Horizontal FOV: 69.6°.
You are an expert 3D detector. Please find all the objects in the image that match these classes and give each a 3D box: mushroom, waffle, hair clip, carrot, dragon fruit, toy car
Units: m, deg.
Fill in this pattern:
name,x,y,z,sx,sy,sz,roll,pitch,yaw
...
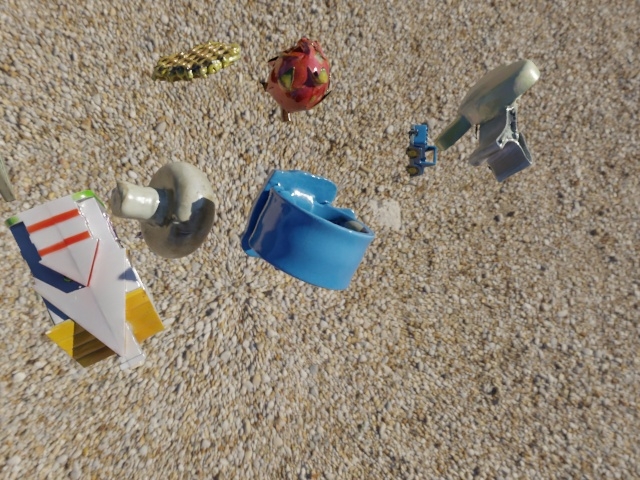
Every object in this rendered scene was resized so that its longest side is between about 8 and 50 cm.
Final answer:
name,x,y,z,sx,sy,sz,roll,pitch,yaw
mushroom,-0.384,-0.077,1.118,0.243,0.243,0.244,1,84,-10
waffle,-0.416,-0.601,1.544,0.281,0.058,0.301,16,45,29
hair clip,0.242,-0.176,0.663,0.071,0.159,0.219,40,47,-25
carrot,-0.130,-0.517,1.743,0.048,0.048,0.139,-4,98,-11
dragon fruit,-0.066,-0.540,1.523,0.227,0.224,0.224,-37,92,20
toy car,0.336,-0.295,1.531,0.100,0.191,0.097,4,57,12

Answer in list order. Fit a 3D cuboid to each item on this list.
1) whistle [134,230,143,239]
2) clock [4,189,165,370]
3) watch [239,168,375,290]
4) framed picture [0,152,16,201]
name,x,y,z,sx,sy,sz,roll,pitch,yaw
whistle,-0.615,-0.040,1.743,0.176,0.033,0.033,-18,88,-5
clock,-0.413,0.088,0.839,0.166,0.235,0.310,-26,96,-19
watch,0.000,0.000,0.994,0.305,0.274,0.241,17,104,-28
framed picture,-0.435,-0.201,0.540,0.019,0.281,0.209,-21,69,-25
